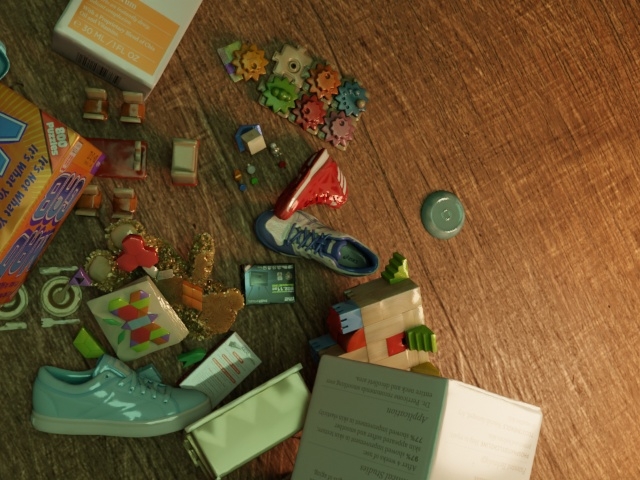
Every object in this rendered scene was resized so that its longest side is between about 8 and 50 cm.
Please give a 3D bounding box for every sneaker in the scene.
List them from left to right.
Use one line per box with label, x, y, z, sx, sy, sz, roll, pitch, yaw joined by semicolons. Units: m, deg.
sneaker;-0.402;0.308;1.789;0.365;0.135;0.150;0;103;-13
sneaker;-0.006;-0.098;1.971;0.128;0.087;0.221;45;56;-16
sneaker;0.000;0.000;1.968;0.296;0.131;0.112;19;84;-16

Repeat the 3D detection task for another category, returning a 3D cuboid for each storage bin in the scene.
storage bin;-0.145;0.392;1.841;0.262;0.260;0.123;-28;80;-18

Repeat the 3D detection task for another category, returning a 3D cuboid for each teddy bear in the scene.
teddy bear;-0.325;0.079;1.848;0.338;0.113;0.245;14;103;-22

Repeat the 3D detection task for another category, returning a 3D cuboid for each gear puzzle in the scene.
gear puzzle;-0.045;-0.354;2.004;0.339;0.044;0.175;27;80;-18

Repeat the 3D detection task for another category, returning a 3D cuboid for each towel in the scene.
towel;-0.190;-0.404;1.981;0.060;0.009;0.083;-29;98;-18

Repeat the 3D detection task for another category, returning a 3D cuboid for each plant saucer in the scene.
plant saucer;0.302;-0.062;2.130;0.119;0.021;0.119;1;88;-19

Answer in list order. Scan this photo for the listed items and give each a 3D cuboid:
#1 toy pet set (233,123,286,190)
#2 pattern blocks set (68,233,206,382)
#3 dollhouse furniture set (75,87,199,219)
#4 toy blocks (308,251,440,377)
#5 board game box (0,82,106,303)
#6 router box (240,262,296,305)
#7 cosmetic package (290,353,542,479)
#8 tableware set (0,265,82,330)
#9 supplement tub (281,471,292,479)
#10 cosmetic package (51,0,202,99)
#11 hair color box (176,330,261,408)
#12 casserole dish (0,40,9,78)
toy pet set;-0.156;-0.195;1.972;0.122;0.065;0.114;-30;132;-15
pattern blocks set;-0.372;0.161;1.793;0.285;0.026;0.325;-33;120;11
dollhouse furniture set;-0.390;-0.171;1.863;0.259;0.135;0.262;4;86;-7
toy blocks;0.100;0.248;1.953;0.260;0.191;0.381;-18;117;-17
board game box;-0.652;-0.119;1.581;0.356;0.356;0.357;32;87;-6
router box;-0.117;0.097;1.972;0.122;0.038;0.092;-2;89;-19
cosmetic package;0.169;0.458;1.684;0.327;0.329;0.394;24;77;-42
tableware set;-0.589;0.117;1.809;0.194;0.039;0.128;-3;89;-19
supplement tub;-0.013;0.578;1.903;0.144;0.199;0.144;1;88;-19
cosmetic package;-0.354;-0.551;1.852;0.230;0.161;0.453;29;79;-16
hair color box;-0.222;0.287;1.921;0.167;0.053;0.093;-43;100;-14
casserole dish;-0.721;-0.342;1.784;0.188;0.037;0.114;-44;102;-14
